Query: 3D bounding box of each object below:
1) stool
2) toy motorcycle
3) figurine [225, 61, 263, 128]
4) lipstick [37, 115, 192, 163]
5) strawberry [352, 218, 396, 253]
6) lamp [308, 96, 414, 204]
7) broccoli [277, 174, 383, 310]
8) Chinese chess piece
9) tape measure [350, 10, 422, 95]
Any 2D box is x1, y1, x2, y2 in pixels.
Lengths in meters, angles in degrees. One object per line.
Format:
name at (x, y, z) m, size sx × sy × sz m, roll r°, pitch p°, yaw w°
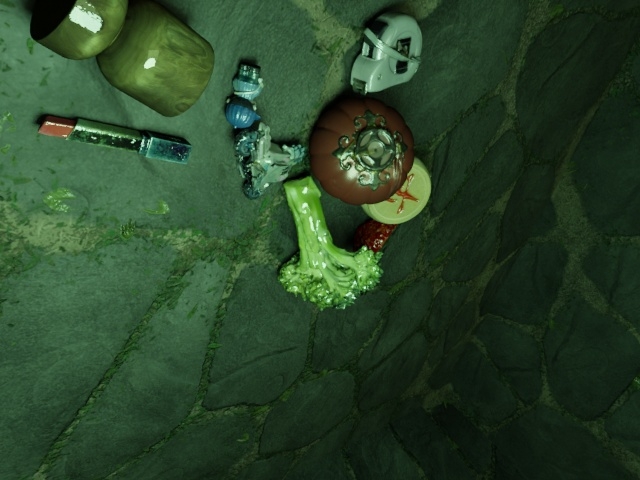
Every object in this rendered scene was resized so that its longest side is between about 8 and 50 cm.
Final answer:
stool at (-0.349, -0.365, 0.882) m, size 0.179 × 0.179 × 0.264 m, roll -55°, pitch 141°, yaw 7°
toy motorcycle at (-0.128, -0.225, 1.278) m, size 0.204 × 0.108 × 0.239 m, roll -30°, pitch 166°, yaw -18°
figurine at (-0.177, -0.343, 1.155) m, size 0.086 × 0.087 × 0.149 m, roll 13°, pitch 116°, yaw -8°
lipstick at (-0.429, -0.220, 1.032) m, size 0.312 × 0.051 × 0.051 m, roll 5°, pitch 120°, yaw -44°
strawberry at (0.199, -0.037, 1.754) m, size 0.236 × 0.111 × 0.190 m, roll -50°, pitch 175°, yaw -25°
lamp at (0.116, -0.249, 1.359) m, size 0.302 × 0.257 × 0.304 m, roll -1°, pitch 96°, yaw -13°
broccoli at (-0.023, 0.023, 1.496) m, size 0.353 × 0.397 × 0.275 m, roll -44°, pitch -176°, yaw 26°
Chinese chess piece at (0.247, -0.174, 1.614) m, size 0.250 × 0.097 × 0.251 m, roll -6°, pitch 120°, yaw -10°
tape measure at (0.194, -0.523, 1.331) m, size 0.236 × 0.120 × 0.197 m, roll -26°, pitch 135°, yaw -33°
